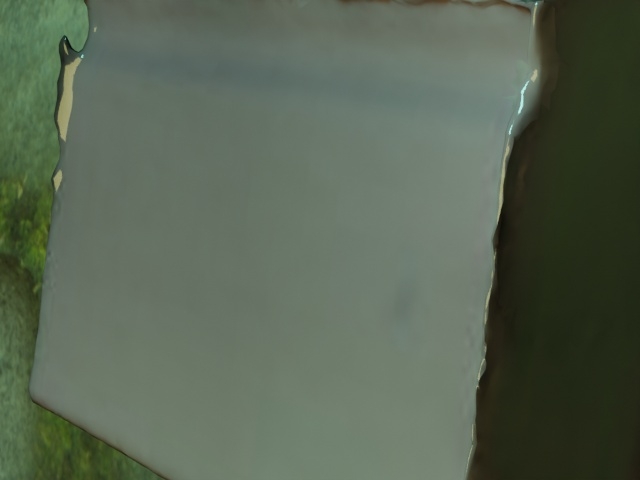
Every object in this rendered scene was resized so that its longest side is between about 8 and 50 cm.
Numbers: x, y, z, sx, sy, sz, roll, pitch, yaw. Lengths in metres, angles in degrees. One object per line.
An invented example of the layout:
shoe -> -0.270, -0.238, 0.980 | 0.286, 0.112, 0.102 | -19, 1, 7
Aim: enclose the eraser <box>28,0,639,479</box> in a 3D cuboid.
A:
eraser -> 0.000, 0.000, 0.719 | 0.359, 0.122, 0.272 | 14, 100, 52
